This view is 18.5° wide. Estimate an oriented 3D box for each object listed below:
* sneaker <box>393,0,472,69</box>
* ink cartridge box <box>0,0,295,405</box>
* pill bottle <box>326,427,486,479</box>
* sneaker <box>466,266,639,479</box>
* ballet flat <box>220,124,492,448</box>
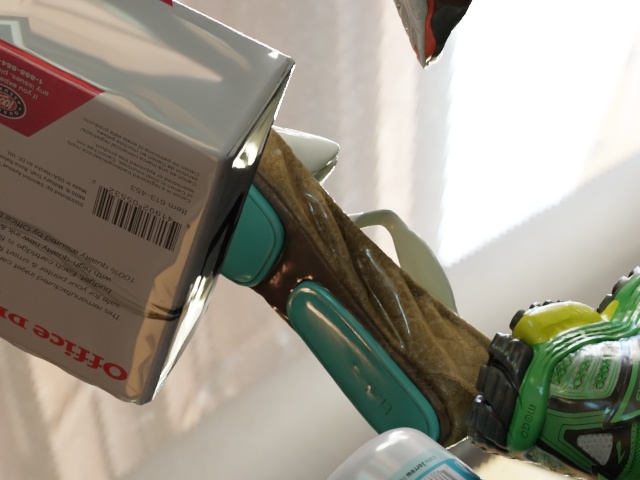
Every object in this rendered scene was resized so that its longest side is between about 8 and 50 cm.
[{"bbox_3d":[0.090,-0.172,1.417,0.158,0.065,0.061,78,170,-76],"label":"sneaker"},{"bbox_3d":[-0.135,-0.035,1.156,0.100,0.172,0.237,-59,-6,-42],"label":"ink cartridge box"},{"bbox_3d":[0.109,0.245,1.209,0.146,0.264,0.146,-42,-25,-25],"label":"pill bottle"},{"bbox_3d":[0.241,0.108,1.349,0.343,0.146,0.134,-16,-53,-53],"label":"sneaker"},{"bbox_3d":[0.000,0.000,1.393,0.124,0.342,0.116,-40,-9,-38],"label":"ballet flat"}]
